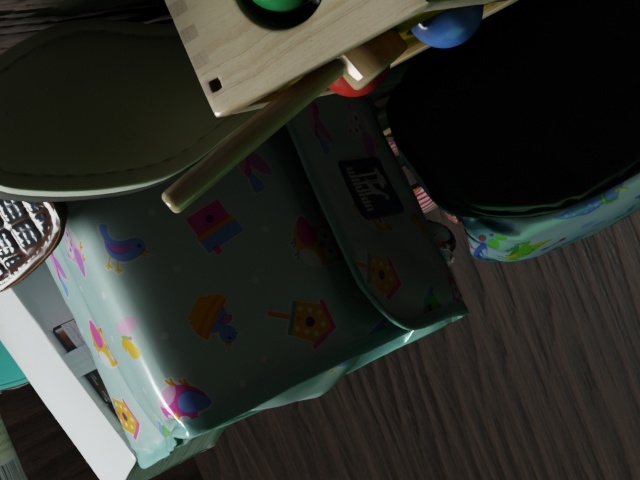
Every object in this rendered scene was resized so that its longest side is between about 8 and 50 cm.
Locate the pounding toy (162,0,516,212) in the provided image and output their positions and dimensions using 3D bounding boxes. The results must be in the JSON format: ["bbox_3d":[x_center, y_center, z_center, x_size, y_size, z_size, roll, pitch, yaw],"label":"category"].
[{"bbox_3d":[0.003,-0.091,0.547,0.130,0.100,0.141,-24,179,33],"label":"pounding toy"}]

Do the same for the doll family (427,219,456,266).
[{"bbox_3d":[0.000,0.000,1.172,0.163,0.263,0.118,4,113,-55],"label":"doll family"}]

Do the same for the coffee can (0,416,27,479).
[{"bbox_3d":[-0.353,0.166,1.047,0.201,0.275,0.201,-23,179,-1],"label":"coffee can"}]

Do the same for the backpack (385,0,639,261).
[{"bbox_3d":[0.192,-0.103,1.130,0.290,0.273,0.355,-30,-168,-4],"label":"backpack"}]

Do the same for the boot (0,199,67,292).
[{"bbox_3d":[-0.223,-0.012,0.865,0.219,0.082,0.106,-17,-163,36],"label":"boot"}]

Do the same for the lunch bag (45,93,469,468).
[{"bbox_3d":[-0.041,0.002,0.910,0.262,0.223,0.160,-22,170,-25],"label":"lunch bag"}]

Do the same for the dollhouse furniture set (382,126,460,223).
[{"bbox_3d":[0.010,-0.032,1.465,0.374,0.152,0.201,-30,-177,-36],"label":"dollhouse furniture set"}]

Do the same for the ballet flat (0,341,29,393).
[{"bbox_3d":[-0.301,0.066,1.595,0.408,0.147,0.147,-23,179,12],"label":"ballet flat"}]

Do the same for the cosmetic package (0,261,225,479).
[{"bbox_3d":[-0.175,0.067,0.986,0.099,0.239,0.060,-22,153,-43],"label":"cosmetic package"}]

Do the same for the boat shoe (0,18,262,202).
[{"bbox_3d":[-0.079,-0.065,0.624,0.227,0.081,0.068,-26,177,-39],"label":"boat shoe"}]
